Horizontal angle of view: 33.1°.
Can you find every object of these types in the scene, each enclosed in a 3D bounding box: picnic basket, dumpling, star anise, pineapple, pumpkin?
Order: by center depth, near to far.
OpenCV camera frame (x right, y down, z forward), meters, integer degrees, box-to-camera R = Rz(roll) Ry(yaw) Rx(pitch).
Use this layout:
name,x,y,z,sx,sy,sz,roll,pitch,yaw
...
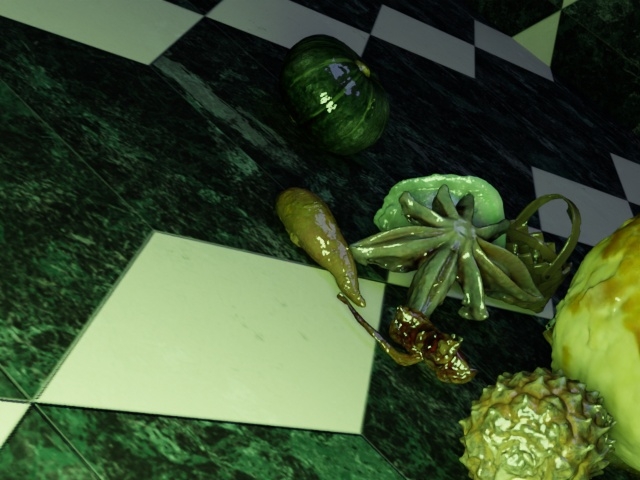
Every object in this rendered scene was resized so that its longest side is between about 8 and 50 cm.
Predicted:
name,x,y,z,sx,sy,sz,roll,pitch,yaw
pineapple,0.241,0.210,1.175,0.166,0.166,0.193,40,23,13
star anise,0.105,0.113,1.305,0.190,0.070,0.097,38,-3,12
star anise,0.163,0.026,1.453,0.257,0.110,0.199,-15,70,-30
dumpling,0.189,-0.013,1.558,0.216,0.149,0.105,36,54,-13
picnic basket,0.323,0.009,1.635,0.137,0.178,0.128,18,30,-34
pumpkin,0.017,-0.234,1.743,0.211,0.152,0.212,46,12,-13

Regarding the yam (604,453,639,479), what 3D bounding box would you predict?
name,x,y,z,sx,sy,sz,roll,pitch,yaw
yam,0.405,0.277,1.384,0.252,0.061,0.061,25,25,-19

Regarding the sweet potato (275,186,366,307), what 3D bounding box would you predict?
name,x,y,z,sx,sy,sz,roll,pitch,yaw
sweet potato,-0.001,-0.005,1.391,0.068,0.068,0.226,6,38,-47

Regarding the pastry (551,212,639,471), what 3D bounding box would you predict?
name,x,y,z,sx,sy,sz,roll,pitch,yaw
pastry,0.474,0.115,1.276,0.388,0.313,0.389,13,36,-9

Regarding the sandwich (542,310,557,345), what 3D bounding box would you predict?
name,x,y,z,sx,sy,sz,roll,pitch,yaw
sandwich,0.377,0.140,1.637,0.104,0.036,0.093,10,34,-41
